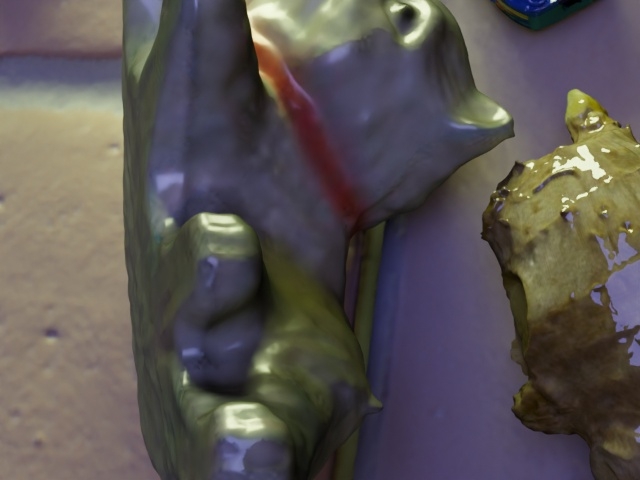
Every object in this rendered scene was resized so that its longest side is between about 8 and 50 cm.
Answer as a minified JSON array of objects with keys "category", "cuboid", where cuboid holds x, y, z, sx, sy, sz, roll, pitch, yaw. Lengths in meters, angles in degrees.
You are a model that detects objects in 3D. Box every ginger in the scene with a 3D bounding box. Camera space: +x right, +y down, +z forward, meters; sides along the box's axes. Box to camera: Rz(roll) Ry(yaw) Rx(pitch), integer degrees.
[{"category":"ginger","cuboid":[0.155,0.020,0.576,0.157,0.102,0.216,-15,72,0]}]

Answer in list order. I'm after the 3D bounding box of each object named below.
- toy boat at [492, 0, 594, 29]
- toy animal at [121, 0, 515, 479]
[{"category":"toy boat","cuboid":[0.095,-0.208,0.647,0.091,0.110,0.175,-28,70,3]},{"category":"toy animal","cuboid":[0.000,0.000,0.566,0.188,0.308,0.266,7,110,-23]}]
